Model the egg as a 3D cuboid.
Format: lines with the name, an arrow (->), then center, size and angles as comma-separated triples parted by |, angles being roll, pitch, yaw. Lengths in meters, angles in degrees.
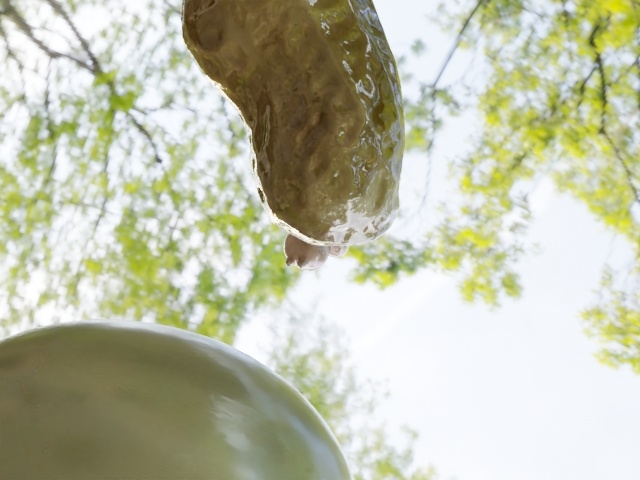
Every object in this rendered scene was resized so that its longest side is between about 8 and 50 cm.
egg -> -0.095, 0.137, 0.586 | 0.186, 0.242, 0.186 | -159, -90, -78

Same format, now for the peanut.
peanut -> -0.017, -0.099, 0.612 | 0.095, 0.108, 0.226 | -48, -123, 59

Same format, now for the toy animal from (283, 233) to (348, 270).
toy animal -> 0.001, -0.004, 1.636 | 0.150, 0.083, 0.089 | -47, -178, -36
